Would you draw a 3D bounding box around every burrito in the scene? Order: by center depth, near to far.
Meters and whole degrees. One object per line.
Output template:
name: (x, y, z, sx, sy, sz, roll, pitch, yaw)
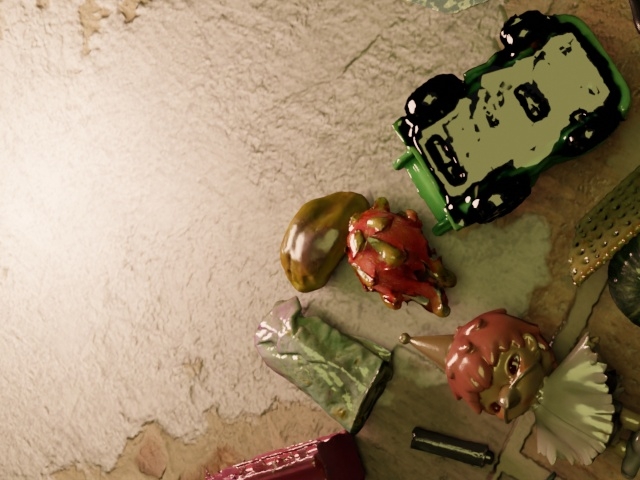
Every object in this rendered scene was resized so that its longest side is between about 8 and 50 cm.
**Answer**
burrito: (-0.004, 0.193, 1.678, 0.229, 0.089, 0.144, 30, 99, 19)

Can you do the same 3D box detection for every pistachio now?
pistachio: (-0.001, -0.003, 1.665, 0.110, 0.100, 0.189, 43, 109, 14)

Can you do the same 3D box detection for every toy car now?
toy car: (0.260, -0.158, 1.511, 0.358, 0.176, 0.213, -36, 77, 17)

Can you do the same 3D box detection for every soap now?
soap: (-0.067, 0.379, 1.671, 0.250, 0.162, 0.099, -21, 88, 25)

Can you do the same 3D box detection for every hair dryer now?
hair dryer: (0.481, -0.327, 1.485, 0.083, 0.031, 0.079, -19, 73, 10)

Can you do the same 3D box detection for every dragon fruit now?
dragon fruit: (0.124, 0.037, 1.595, 0.133, 0.150, 0.208, -39, 78, -13)

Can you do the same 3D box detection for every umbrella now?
umbrella: (0.201, 0.319, 1.614, 0.133, 0.031, 0.036, 12, 121, 24)

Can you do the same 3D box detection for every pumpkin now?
pumpkin: (0.478, 0.050, 1.429, 0.167, 0.125, 0.167, 6, 100, 38)

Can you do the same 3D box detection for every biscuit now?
biscuit: (0.414, -0.035, 1.460, 0.016, 0.144, 0.203, 39, 108, -17)

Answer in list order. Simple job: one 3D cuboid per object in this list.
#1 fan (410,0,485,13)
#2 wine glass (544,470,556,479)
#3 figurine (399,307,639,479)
fan: (0.216, -0.419, 1.611, 0.240, 0.009, 0.131, -15, 85, 24)
wine glass: (0.363, 0.533, 1.502, 0.309, 0.096, 0.264, 43, 105, 17)
figurine: (0.286, 0.198, 1.496, 0.387, 0.166, 0.207, 26, 122, 20)
